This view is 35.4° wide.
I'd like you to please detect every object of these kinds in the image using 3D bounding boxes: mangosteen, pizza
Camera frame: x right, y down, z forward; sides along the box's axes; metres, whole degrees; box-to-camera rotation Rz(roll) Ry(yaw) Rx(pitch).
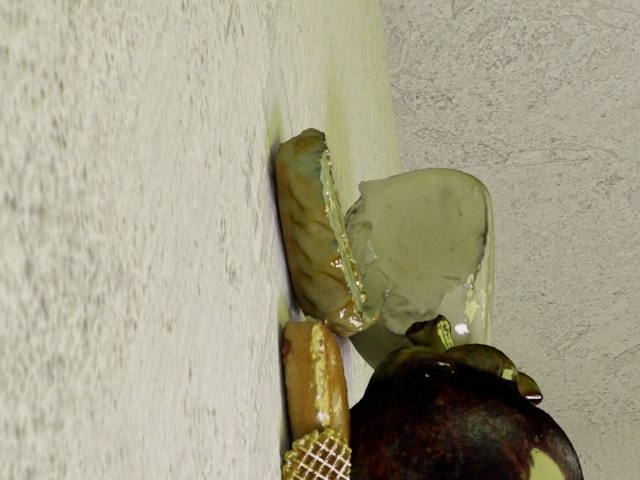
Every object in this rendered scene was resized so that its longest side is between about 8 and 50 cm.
[{"bbox_3d":[0.155,0.284,1.203,0.330,0.330,0.330,-4,90,-81],"label":"mangosteen"},{"bbox_3d":[-0.004,0.156,1.095,0.161,0.062,0.182,-58,139,-64],"label":"pizza"}]

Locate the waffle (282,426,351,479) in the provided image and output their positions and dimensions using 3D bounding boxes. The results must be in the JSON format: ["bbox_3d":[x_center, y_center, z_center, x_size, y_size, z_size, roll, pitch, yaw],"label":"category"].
[{"bbox_3d":[-0.003,0.230,1.022,0.085,0.016,0.078,3,95,-37],"label":"waffle"}]

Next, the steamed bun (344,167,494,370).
[{"bbox_3d":[0.138,0.072,1.486,0.312,0.232,0.334,80,19,-44],"label":"steamed bun"}]

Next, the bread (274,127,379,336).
[{"bbox_3d":[0.000,0.000,1.112,0.128,0.087,0.232,-97,172,-64],"label":"bread"}]
